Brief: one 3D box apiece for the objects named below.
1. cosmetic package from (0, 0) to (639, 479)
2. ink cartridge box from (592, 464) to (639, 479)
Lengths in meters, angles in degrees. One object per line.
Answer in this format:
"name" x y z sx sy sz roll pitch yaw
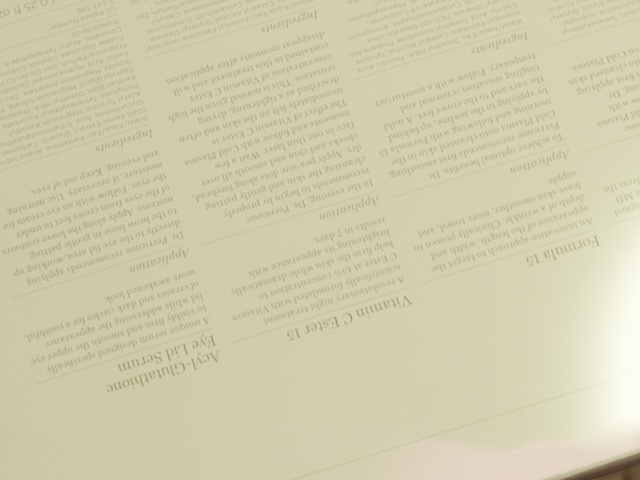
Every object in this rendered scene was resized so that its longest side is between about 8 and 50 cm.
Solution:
"cosmetic package" 0.024 -0.019 0.810 0.377 0.097 0.284 -17 76 -1
"ink cartridge box" 0.308 0.196 0.940 0.395 0.285 0.166 9 90 -21
